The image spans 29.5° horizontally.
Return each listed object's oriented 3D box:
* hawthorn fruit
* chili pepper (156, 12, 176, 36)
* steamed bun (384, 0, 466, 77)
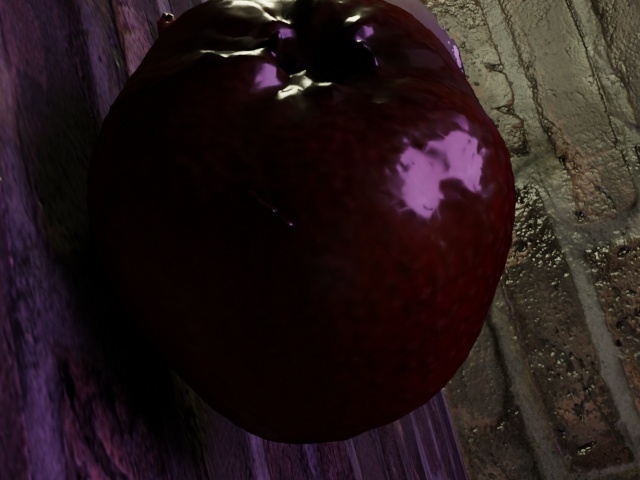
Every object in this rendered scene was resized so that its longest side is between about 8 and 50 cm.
[{"bbox_3d":[-0.006,0.007,0.851,0.369,0.285,0.284,75,4,-45],"label":"hawthorn fruit"},{"bbox_3d":[-0.087,-0.094,1.170,0.063,0.071,0.272,-42,113,-37],"label":"chili pepper"},{"bbox_3d":[0.030,-0.180,1.403,0.273,0.272,0.290,54,16,-61],"label":"steamed bun"}]
